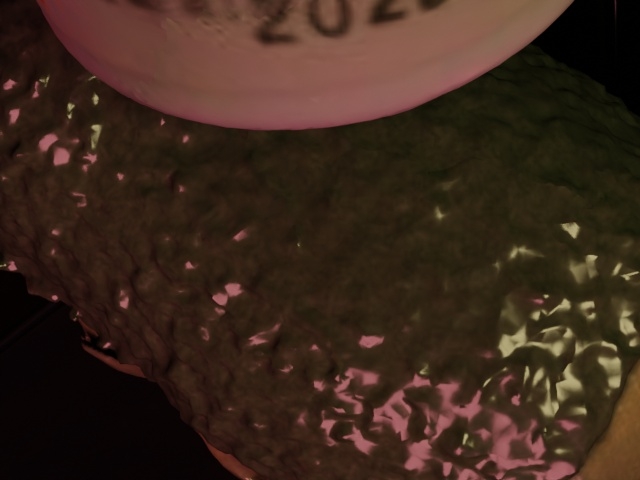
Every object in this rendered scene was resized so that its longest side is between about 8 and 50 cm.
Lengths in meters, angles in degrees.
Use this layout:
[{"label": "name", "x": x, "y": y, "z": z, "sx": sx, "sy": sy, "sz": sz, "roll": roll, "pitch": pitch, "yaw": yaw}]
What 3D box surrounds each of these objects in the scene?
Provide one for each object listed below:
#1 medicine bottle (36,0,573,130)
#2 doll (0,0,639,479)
[{"label": "medicine bottle", "x": -0.028, "y": -0.234, "z": 0.575, "sx": 0.219, "sy": 0.219, "sz": 0.388, "roll": 2, "pitch": 141, "yaw": 13}, {"label": "doll", "x": 0.000, "y": 0.000, "z": 0.851, "sx": 0.349, "sy": 0.247, "sz": 0.247, "roll": 31, "pitch": 140, "yaw": -1}]
